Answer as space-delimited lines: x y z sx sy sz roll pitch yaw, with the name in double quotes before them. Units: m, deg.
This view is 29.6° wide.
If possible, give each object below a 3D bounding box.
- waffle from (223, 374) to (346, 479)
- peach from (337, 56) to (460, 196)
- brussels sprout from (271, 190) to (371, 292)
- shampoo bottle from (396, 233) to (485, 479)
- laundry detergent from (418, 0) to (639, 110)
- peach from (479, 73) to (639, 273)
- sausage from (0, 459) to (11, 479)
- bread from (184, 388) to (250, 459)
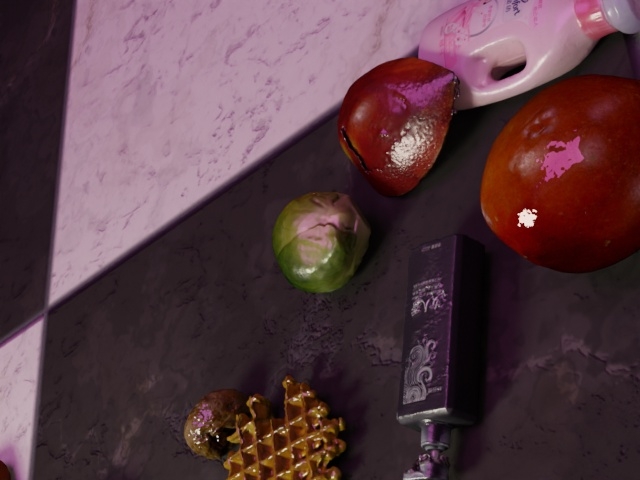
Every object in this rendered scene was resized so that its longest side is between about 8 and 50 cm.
"waffle" -0.055 0.308 1.667 0.232 0.051 0.228 29 92 53
"peach" 0.095 -0.162 1.690 0.279 0.068 0.189 -41 63 55
"brussels sprout" 0.001 0.000 1.733 0.155 0.117 0.155 -9 68 25
"shampoo bottle" 0.150 0.149 1.503 0.098 0.071 0.309 -17 58 41
"laundry detergent" 0.276 -0.270 1.587 0.335 0.088 0.159 -12 71 46
"peach" 0.295 -0.079 1.357 0.243 0.199 0.243 -40 27 25
"sausage" -0.588 0.519 2.143 0.097 0.094 0.348 -48 38 16
"bread" -0.153 0.272 1.784 0.113 0.082 0.060 -58 39 13
